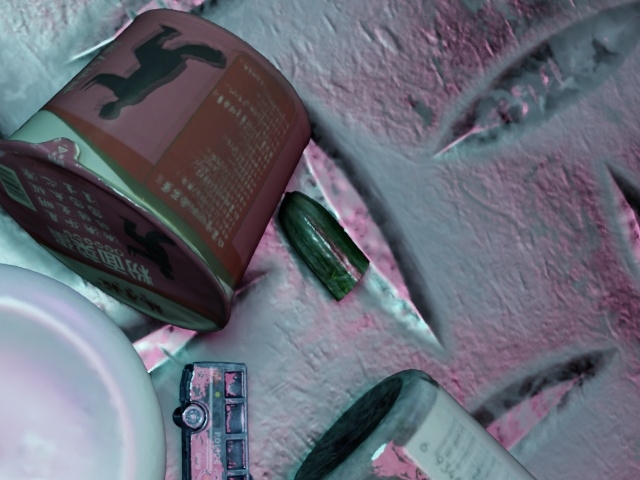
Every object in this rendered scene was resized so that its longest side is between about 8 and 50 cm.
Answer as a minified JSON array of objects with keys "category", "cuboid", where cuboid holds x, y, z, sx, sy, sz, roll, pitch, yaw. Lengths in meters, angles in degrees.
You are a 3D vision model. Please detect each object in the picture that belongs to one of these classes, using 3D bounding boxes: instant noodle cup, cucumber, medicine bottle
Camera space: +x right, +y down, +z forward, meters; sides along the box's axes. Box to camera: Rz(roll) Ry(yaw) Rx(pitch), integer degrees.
[{"category":"instant noodle cup","cuboid":[-0.126,-0.061,1.051,0.235,0.235,0.178,37,67,-8]},{"category":"cucumber","cuboid":[0.000,0.000,1.157,0.048,0.048,0.105,-40,94,-15]},{"category":"medicine bottle","cuboid":[0.119,0.254,1.099,0.273,0.165,0.165,46,75,-7]},{"category":"medicine bottle","cuboid":[-0.253,0.152,0.932,0.256,0.325,0.256,2,83,-16]}]

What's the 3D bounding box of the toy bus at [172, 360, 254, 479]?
[{"category":"toy bus","cuboid":[-0.091,0.186,1.113,0.065,0.047,0.165,0,83,-18]}]
